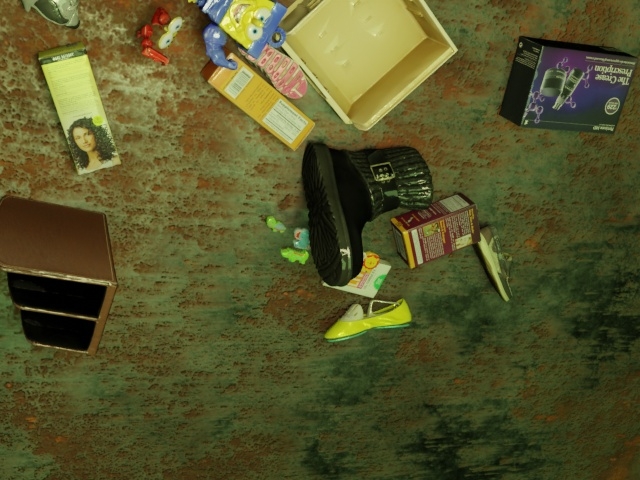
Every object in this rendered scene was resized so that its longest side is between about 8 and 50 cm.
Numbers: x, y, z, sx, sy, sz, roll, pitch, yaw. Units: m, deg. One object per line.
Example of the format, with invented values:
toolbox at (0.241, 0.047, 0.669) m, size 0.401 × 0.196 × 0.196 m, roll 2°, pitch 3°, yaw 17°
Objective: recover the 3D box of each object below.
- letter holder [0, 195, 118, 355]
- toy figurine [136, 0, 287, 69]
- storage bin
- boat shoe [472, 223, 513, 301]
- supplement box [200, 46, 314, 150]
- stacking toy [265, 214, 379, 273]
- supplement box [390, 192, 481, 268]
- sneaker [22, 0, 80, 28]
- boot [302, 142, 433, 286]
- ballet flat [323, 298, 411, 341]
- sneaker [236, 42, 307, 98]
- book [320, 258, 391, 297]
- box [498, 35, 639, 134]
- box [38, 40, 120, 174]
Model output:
letter holder at (-0.512, 0.054, 1.433) m, size 0.215 × 0.302 × 0.152 m, roll 13°, pitch 111°, yaw -25°
toy figurine at (-0.142, -0.439, 1.384) m, size 0.217 × 0.191 × 0.362 m, roll 28°, pitch 98°, yaw -31°
storage bin at (0.081, -0.397, 1.527) m, size 0.260 × 0.123 × 0.262 m, roll -42°, pitch 122°, yaw 3°
boat shoe at (0.442, 0.057, 1.919) m, size 0.073 × 0.080 × 0.223 m, roll -30°, pitch 118°, yaw 2°
supplement box at (-0.123, -0.280, 1.540) m, size 0.233 × 0.078 × 0.080 m, roll 39°, pitch 95°, yaw -32°
stacking toy at (0.000, 0.000, 1.675) m, size 0.221 × 0.167 × 0.052 m, roll 9°, pitch 112°, yaw -23°
supplement box at (0.271, -0.025, 1.813) m, size 0.188 × 0.081 × 0.104 m, roll -21°, pitch 121°, yaw -9°
sneaker at (-0.413, -0.440, 1.354) m, size 0.229 × 0.086 × 0.132 m, roll -7°, pitch 123°, yaw -6°
boot at (0.113, -0.062, 1.603) m, size 0.260 × 0.347 × 0.131 m, roll 3°, pitch 149°, yaw -19°
ballet flat at (0.112, 0.186, 1.876) m, size 0.231 × 0.077 × 0.077 m, roll -9°, pitch 97°, yaw -19°
sneaker at (-0.094, -0.346, 1.513) m, size 0.170 × 0.075 × 0.063 m, roll 38°, pitch 100°, yaw -20°
book at (0.083, 0.077, 1.828) m, size 0.144 × 0.035 × 0.096 m, roll 15°, pitch 114°, yaw -28°
box at (0.558, -0.346, 1.745) m, size 0.261 × 0.103 × 0.184 m, roll 0°, pitch 118°, yaw -21°
box at (-0.448, -0.245, 1.448) m, size 0.087 × 0.058 × 0.232 m, roll -18°, pitch 120°, yaw -11°
